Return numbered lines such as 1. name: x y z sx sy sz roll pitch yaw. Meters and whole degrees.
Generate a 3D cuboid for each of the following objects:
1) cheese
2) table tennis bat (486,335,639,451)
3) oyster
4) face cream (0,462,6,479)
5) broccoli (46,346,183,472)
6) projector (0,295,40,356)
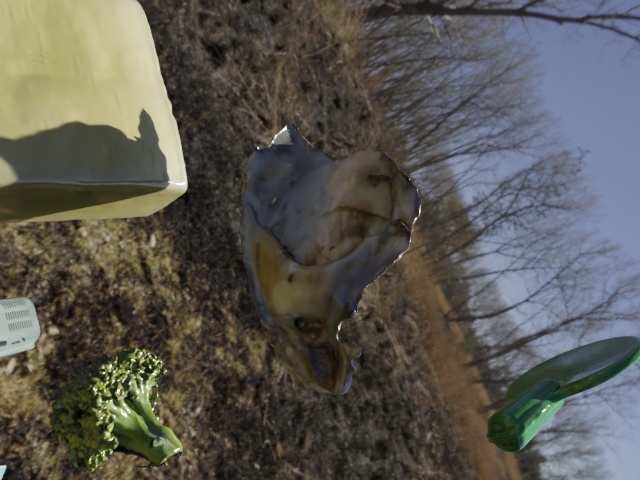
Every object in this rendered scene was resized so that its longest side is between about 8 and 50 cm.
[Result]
1. cheese: -0.297 -0.164 0.616 0.242 0.123 0.266 -8 78 -48
2. table tennis bat: 0.262 0.161 0.594 0.257 0.160 0.039 -15 75 -42
3. oyster: 0.002 0.003 0.626 0.275 0.271 0.100 40 -6 27
4. face cream: -0.697 0.550 1.045 0.075 0.075 0.230 52 47 -57
5. broccoli: -0.395 0.321 1.070 0.242 0.272 0.181 -42 148 -52
6. projector: -0.633 0.172 0.882 0.198 0.250 0.108 3 69 -78
